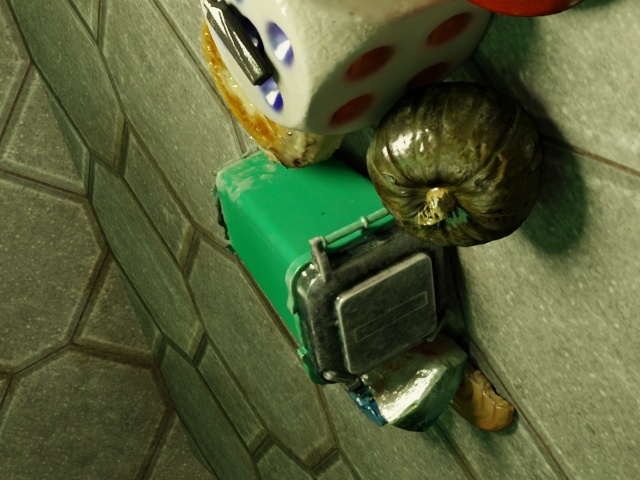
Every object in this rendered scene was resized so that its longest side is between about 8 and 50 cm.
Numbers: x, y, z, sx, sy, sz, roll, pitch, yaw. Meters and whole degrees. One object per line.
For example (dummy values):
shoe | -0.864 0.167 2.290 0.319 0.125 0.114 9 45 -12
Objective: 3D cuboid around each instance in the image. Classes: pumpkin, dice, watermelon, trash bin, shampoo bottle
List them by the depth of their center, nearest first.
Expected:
shampoo bottle | -0.103 -0.238 1.350 0.137 0.027 0.048 56 161 9
dice | 0.025 -0.284 1.393 0.243 0.259 0.251 56 159 15
pumpkin | 0.163 -0.088 1.428 0.223 0.157 0.224 14 141 12
trash bin | 0.000 0.000 1.830 0.381 0.259 0.295 44 154 43
watermelon | 0.112 0.175 1.888 0.241 0.154 0.094 43 -165 29

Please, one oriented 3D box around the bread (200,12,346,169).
bread | -0.054 -0.255 1.748 0.305 0.158 0.306 45 151 34

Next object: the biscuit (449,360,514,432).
biscuit | 0.227 0.236 1.918 0.224 0.033 0.144 48 155 32

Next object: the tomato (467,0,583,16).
tomato | 0.170 -0.319 1.175 0.200 0.139 0.233 18 133 55

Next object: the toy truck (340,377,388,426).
toy truck | 0.043 0.151 2.055 0.367 0.146 0.175 55 170 18
